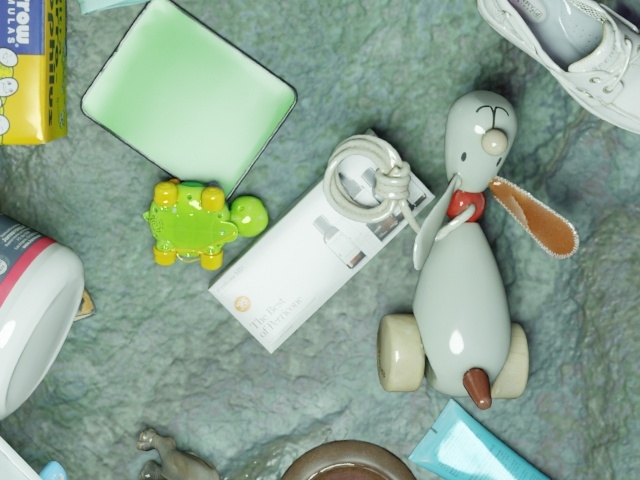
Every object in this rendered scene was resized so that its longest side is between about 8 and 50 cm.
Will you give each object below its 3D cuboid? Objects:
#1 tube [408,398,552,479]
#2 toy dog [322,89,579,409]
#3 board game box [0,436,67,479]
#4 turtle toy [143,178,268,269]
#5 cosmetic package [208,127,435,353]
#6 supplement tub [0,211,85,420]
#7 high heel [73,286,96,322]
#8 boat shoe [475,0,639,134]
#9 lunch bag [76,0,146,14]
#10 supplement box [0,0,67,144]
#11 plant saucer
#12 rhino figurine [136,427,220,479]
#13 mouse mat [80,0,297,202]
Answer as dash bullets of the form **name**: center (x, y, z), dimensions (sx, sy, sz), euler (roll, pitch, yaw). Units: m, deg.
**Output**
- **tube**: center (0.202, 0.260, 1.938), dimensions (0.207, 0.052, 0.080), euler (35, 90, 1)
- **toy dog**: center (0.149, 0.035, 1.816), dimensions (0.220, 0.161, 0.334), euler (-19, 113, -8)
- **board game box**: center (-0.452, 0.196, 1.750), dimensions (0.390, 0.050, 0.390), euler (-29, 109, 40)
- **turtle toy**: center (-0.120, -0.023, 1.885), dimensions (0.130, 0.066, 0.095), euler (5, 120, 2)
- **cosmetic package**: center (0.000, 0.000, 1.896), dimensions (0.239, 0.060, 0.099), euler (-44, 95, 4)
- **supplement tub**: center (-0.385, 0.039, 1.758), dimensions (0.272, 0.191, 0.191), euler (27, 95, 6)
- **high heel**: center (-0.355, 0.132, 1.883), dimensions (0.186, 0.093, 0.261), euler (21, 87, 3)
- **boat shoe**: center (0.282, -0.190, 1.862), dimensions (0.277, 0.096, 0.098), euler (31, 94, -5)
- **lunch bag**: center (-0.146, -0.353, 1.796), dimensions (0.262, 0.160, 0.223), euler (-16, 97, -11)
- **supplement box**: center (-0.436, -0.198, 1.797), dimensions (0.356, 0.195, 0.194), euler (1, 96, -2)
- **plant saucer**: center (0.030, 0.300, 1.947), dimensions (0.168, 0.029, 0.169), euler (0, 97, 0)
- **rhino figurine**: center (-0.185, 0.322, 1.875), dimensions (0.106, 0.073, 0.243), euler (18, 71, 27)
- **mouse mat**: center (-0.138, -0.146, 1.904), dimensions (0.189, 0.007, 0.153), euler (35, 95, -4)
